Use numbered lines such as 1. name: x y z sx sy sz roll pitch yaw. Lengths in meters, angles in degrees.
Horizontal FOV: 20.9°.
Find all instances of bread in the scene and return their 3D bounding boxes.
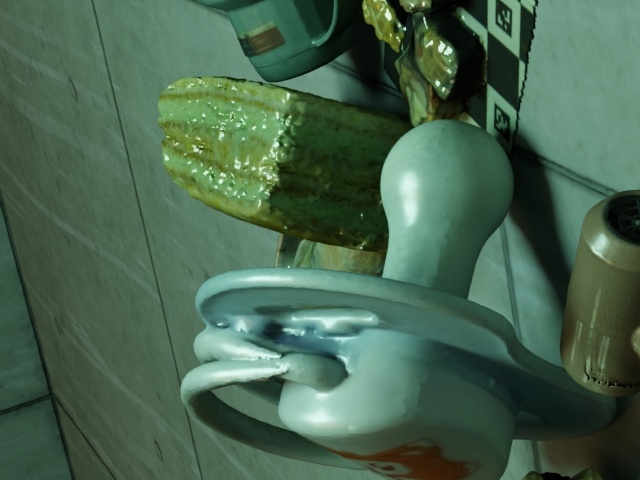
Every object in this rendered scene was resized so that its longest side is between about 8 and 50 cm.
1. bread: -0.026 -0.061 1.263 0.196 0.138 0.102 20 96 54

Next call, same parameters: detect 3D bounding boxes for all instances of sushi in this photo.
1. sushi: 0.068 -0.136 1.154 0.210 0.040 0.192 92 153 -46

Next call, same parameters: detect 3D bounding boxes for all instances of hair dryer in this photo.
1. hair dryer: 0.204 0.065 0.942 0.181 0.064 0.117 48 150 35

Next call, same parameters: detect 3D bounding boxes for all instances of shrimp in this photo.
1. shrimp: 0.000 0.000 1.445 0.317 0.077 0.168 121 136 -59

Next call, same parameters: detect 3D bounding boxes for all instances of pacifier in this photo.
1. pacifier: 0.055 0.032 1.101 0.244 0.299 0.233 3 69 39

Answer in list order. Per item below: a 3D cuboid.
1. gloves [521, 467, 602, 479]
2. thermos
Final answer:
1. gloves: 0.147 0.215 1.121 0.164 0.124 0.203 -86 -22 -54
2. thermos: -0.055 -0.254 1.242 0.182 0.145 0.286 2 123 60
